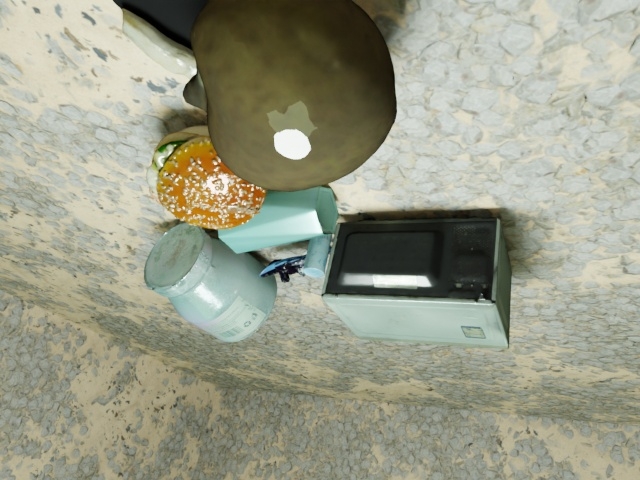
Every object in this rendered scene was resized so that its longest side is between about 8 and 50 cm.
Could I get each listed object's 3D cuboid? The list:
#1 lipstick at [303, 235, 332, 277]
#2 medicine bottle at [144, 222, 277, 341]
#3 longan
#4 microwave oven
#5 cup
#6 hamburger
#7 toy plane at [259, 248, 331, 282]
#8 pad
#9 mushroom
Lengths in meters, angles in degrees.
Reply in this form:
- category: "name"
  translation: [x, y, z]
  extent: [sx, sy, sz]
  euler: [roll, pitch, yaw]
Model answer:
- category: "lipstick"
  translation: [0.000, 0.000, 1.147]
  extent: [0.048, 0.158, 0.048]
  euler: [10, 153, 5]
- category: "medicine bottle"
  translation: [-0.291, 0.105, 1.395]
  extent: [0.245, 0.245, 0.290]
  euler: [-6, 145, 33]
- category: "longan"
  translation: [-0.043, -0.197, 0.695]
  extent: [0.300, 0.243, 0.300]
  euler: [15, 137, 15]
- category: "microwave oven"
  translation: [0.222, 0.084, 1.150]
  extent: [0.355, 0.218, 0.286]
  euler: [-1, 149, 26]
- category: "cup"
  translation: [-0.090, -0.053, 1.119]
  extent: [0.235, 0.148, 0.134]
  euler: [-5, 122, 28]
- category: "hamburger"
  translation: [-0.212, -0.115, 1.007]
  extent: [0.236, 0.147, 0.237]
  euler: [9, 136, 8]
- category: "toy plane"
  translation: [-0.062, 0.061, 1.316]
  extent: [0.246, 0.078, 0.169]
  euler: [-30, 172, 32]
- category: "pad"
  translation: [-0.170, -0.310, 0.790]
  extent: [0.181, 0.004, 0.267]
  euler: [-9, 146, 36]
- category: "mushroom"
  translation: [-0.224, -0.279, 0.818]
  extent: [0.202, 0.054, 0.059]
  euler: [35, 148, -29]
